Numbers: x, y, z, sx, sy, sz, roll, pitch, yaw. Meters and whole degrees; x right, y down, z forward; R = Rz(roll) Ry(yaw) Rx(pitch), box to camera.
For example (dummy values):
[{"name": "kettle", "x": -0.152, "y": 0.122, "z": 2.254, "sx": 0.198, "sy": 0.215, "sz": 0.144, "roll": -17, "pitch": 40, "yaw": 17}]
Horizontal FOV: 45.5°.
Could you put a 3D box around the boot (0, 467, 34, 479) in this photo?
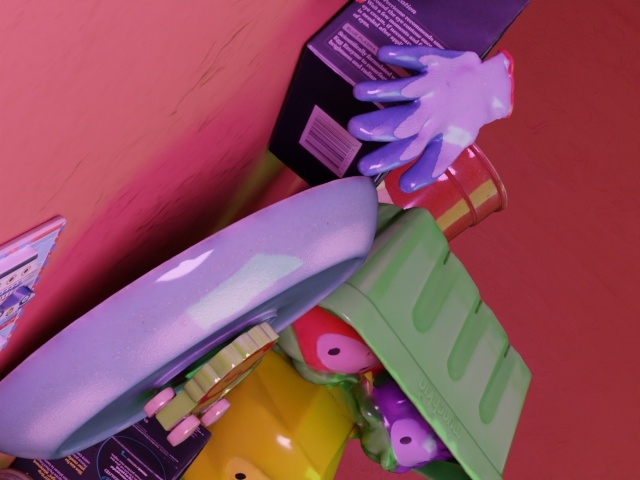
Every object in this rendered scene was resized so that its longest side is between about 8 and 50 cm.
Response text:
[{"name": "boot", "x": -0.274, "y": 0.245, "z": 0.485, "sx": 0.213, "sy": 0.077, "sz": 0.165, "roll": -55, "pitch": 179, "yaw": -16}]

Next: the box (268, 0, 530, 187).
[{"name": "box", "x": 0.053, "y": -0.123, "z": 0.583, "sx": 0.158, "sy": 0.093, "sz": 0.156, "roll": -48, "pitch": 177, "yaw": -24}]

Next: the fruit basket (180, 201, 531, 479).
[{"name": "fruit basket", "x": 0.013, "y": 0.179, "z": 0.850, "sx": 0.392, "sy": 0.392, "sz": 0.283, "roll": -49, "pitch": -147, "yaw": -21}]

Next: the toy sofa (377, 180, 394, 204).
[{"name": "toy sofa", "x": 0.000, "y": 0.000, "z": 1.128, "sx": 0.150, "sy": 0.177, "sz": 0.362, "roll": -24, "pitch": 171, "yaw": -12}]

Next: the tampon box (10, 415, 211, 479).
[{"name": "tampon box", "x": -0.203, "y": 0.214, "z": 0.696, "sx": 0.161, "sy": 0.120, "sz": 0.101, "roll": -51, "pitch": 176, "yaw": 17}]

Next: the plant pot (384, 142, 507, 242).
[{"name": "plant pot", "x": 0.160, "y": -0.074, "z": 1.446, "sx": 0.265, "sy": 0.272, "sz": 0.272, "roll": -41, "pitch": 176, "yaw": -6}]

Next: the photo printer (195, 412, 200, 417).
[{"name": "photo printer", "x": -0.264, "y": 0.295, "z": 0.930, "sx": 0.256, "sy": 0.107, "sz": 0.307, "roll": -52, "pitch": 176, "yaw": 18}]

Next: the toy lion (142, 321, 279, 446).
[{"name": "toy lion", "x": -0.065, "y": 0.090, "z": 0.511, "sx": 0.096, "sy": 0.034, "sz": 0.100, "roll": -43, "pitch": 171, "yaw": 7}]

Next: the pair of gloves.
[{"name": "pair of gloves", "x": 0.071, "y": -0.133, "z": 0.457, "sx": 0.159, "sy": 0.023, "sz": 0.198, "roll": -28, "pitch": 123, "yaw": -39}]

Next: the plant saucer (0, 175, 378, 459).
[{"name": "plant saucer", "x": -0.083, "y": 0.065, "z": 0.537, "sx": 0.317, "sy": 0.043, "sz": 0.317, "roll": -32, "pitch": 171, "yaw": -6}]

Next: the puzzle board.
[{"name": "puzzle board", "x": -0.161, "y": 0.047, "z": 0.314, "sx": 0.096, "sy": 0.011, "sz": 0.128, "roll": -52, "pitch": 177, "yaw": 32}]
